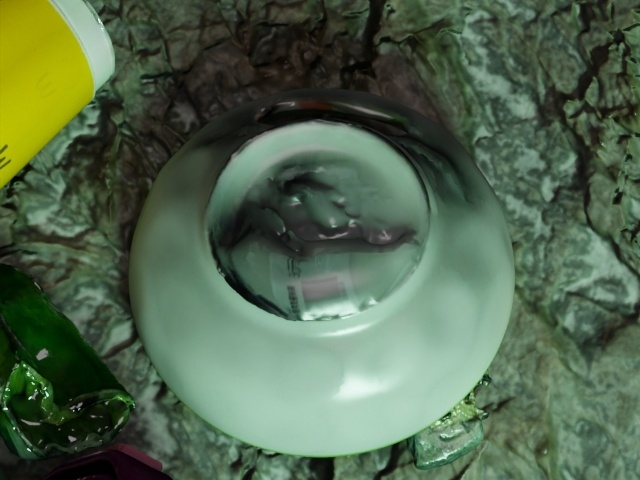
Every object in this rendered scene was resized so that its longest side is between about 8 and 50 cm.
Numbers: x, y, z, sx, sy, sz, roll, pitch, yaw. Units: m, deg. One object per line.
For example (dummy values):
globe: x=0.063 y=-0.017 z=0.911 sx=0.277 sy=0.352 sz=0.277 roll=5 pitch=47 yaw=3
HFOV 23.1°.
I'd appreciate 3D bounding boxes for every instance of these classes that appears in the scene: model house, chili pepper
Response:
model house: x=0.106 y=0.141 z=1.294 sx=0.078 sy=0.066 sz=0.083 roll=-13 pitch=77 yaw=-10
chili pepper: x=-0.216 y=0.087 z=1.213 sx=0.108 sy=0.062 sz=0.216 roll=22 pitch=24 yaw=-33

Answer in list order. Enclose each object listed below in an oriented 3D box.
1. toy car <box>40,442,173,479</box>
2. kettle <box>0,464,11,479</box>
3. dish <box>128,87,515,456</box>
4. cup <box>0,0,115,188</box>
toy car: x=-0.142 y=0.337 z=1.114 sx=0.240 sy=0.271 sz=0.341 roll=30 pitch=61 yaw=-25
kettle: x=-0.434 y=0.147 z=1.085 sx=0.376 sy=0.250 sz=0.361 roll=-16 pitch=118 yaw=6
dish: x=0.000 y=0.000 z=1.251 sx=0.324 sy=0.124 sz=0.324 roll=0 pitch=65 yaw=1
cup: x=-0.306 y=-0.100 z=1.242 sx=0.196 sy=0.196 sz=0.279 roll=46 pitch=64 yaw=6
